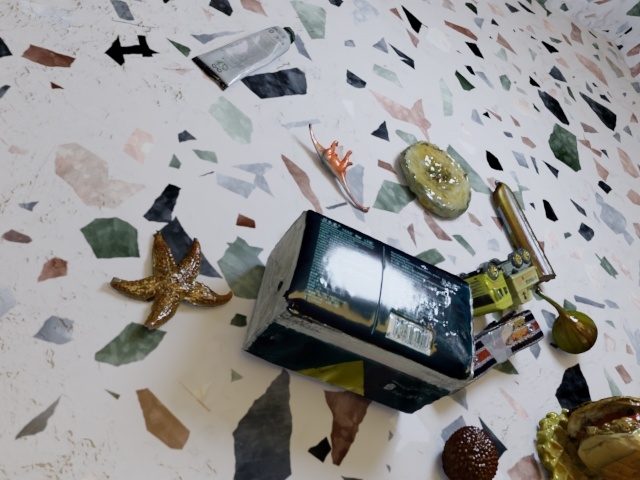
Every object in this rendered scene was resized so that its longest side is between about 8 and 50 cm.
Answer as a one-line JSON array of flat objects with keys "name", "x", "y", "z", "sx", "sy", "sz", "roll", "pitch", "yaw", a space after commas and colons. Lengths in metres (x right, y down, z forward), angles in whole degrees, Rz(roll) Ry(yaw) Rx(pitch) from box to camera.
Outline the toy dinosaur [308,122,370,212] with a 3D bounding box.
[{"name": "toy dinosaur", "x": 0.054, "y": -0.199, "z": 1.474, "sx": 0.279, "sy": 0.055, "sz": 0.101, "roll": 45, "pitch": 57, "yaw": -1}]

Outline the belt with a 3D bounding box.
[{"name": "belt", "x": 0.414, "y": 0.270, "z": 1.351, "sx": 0.360, "sy": 0.126, "sz": 0.094, "roll": -20, "pitch": 80, "yaw": -36}]

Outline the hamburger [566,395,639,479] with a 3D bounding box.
[{"name": "hamburger", "x": 0.717, "y": 0.466, "z": 1.275, "sx": 0.244, "sy": 0.244, "sz": 0.163, "roll": 19, "pitch": 54, "yaw": -22}]

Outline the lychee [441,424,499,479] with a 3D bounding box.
[{"name": "lychee", "x": 0.320, "y": 0.462, "z": 1.169, "sx": 0.123, "sy": 0.123, "sz": 0.129, "roll": -23, "pitch": 111, "yaw": -41}]

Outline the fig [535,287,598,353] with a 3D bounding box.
[{"name": "fig", "x": 0.693, "y": 0.219, "z": 1.544, "sx": 0.236, "sy": 0.124, "sz": 0.124, "roll": 50, "pitch": 46, "yaw": -15}]

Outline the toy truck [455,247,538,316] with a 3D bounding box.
[{"name": "toy truck", "x": 0.501, "y": 0.126, "z": 1.508, "sx": 0.272, "sy": 0.124, "sz": 0.157, "roll": -15, "pitch": 80, "yaw": -42}]

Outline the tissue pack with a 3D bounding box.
[{"name": "tissue pack", "x": 0.082, "y": 0.152, "z": 1.123, "sx": 0.417, "sy": 0.253, "sz": 0.264, "roll": 24, "pitch": 50, "yaw": -18}]

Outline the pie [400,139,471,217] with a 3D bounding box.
[{"name": "pie", "x": 0.353, "y": -0.190, "z": 1.659, "sx": 0.274, "sy": 0.055, "sz": 0.274, "roll": 17, "pitch": 53, "yaw": -24}]

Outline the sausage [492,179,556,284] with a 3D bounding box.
[{"name": "sausage", "x": 0.628, "y": -0.037, "z": 1.729, "sx": 0.082, "sy": 0.082, "sz": 0.371, "roll": 0, "pitch": 61, "yaw": -33}]

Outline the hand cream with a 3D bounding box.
[{"name": "hand cream", "x": -0.196, "y": -0.524, "z": 1.524, "sx": 0.121, "sy": 0.076, "sz": 0.336, "roll": 44, "pitch": 53, "yaw": 6}]

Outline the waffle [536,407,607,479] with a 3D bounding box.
[{"name": "waffle", "x": 0.613, "y": 0.552, "z": 1.339, "sx": 0.229, "sy": 0.057, "sz": 0.219, "roll": 50, "pitch": 47, "yaw": 7}]

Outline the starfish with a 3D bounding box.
[{"name": "starfish", "x": -0.285, "y": 0.081, "z": 1.076, "sx": 0.241, "sy": 0.043, "sz": 0.227, "roll": 17, "pitch": 54, "yaw": -26}]
